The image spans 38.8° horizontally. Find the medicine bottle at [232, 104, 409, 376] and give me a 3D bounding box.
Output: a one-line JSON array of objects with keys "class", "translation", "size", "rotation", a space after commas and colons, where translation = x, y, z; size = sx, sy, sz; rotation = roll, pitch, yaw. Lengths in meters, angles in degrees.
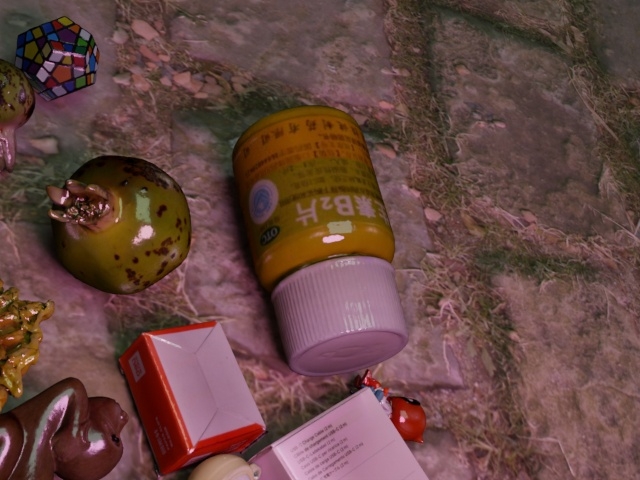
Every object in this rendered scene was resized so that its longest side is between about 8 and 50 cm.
[{"class": "medicine bottle", "translation": [0.000, 0.000, 1.416], "size": [0.224, 0.224, 0.384], "rotation": [4, 60, -32]}]

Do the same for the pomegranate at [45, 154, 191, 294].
[{"class": "pomegranate", "translation": [-0.293, -0.024, 1.246], "size": [0.246, 0.198, 0.198], "rotation": [2, 58, -51]}]

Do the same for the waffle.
[{"class": "waffle", "translation": [-0.455, 0.126, 1.078], "size": [0.245, 0.052, 0.254], "rotation": [11, 41, 4]}]

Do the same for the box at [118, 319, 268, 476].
[{"class": "box", "translation": [-0.177, 0.213, 1.237], "size": [0.133, 0.099, 0.182], "rotation": [-10, 65, -41]}]

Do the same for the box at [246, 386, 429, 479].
[{"class": "box", "translation": [0.048, 0.363, 1.281], "size": [0.203, 0.106, 0.251], "rotation": [-24, 77, -41]}]

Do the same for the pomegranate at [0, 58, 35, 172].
[{"class": "pomegranate", "translation": [-0.480, -0.183, 1.302], "size": [0.125, 0.163, 0.138], "rotation": [18, 20, 28]}]

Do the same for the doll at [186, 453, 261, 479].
[{"class": "doll", "translation": [-0.171, 0.351, 1.125], "size": [0.117, 0.141, 0.296], "rotation": [25, 31, 37]}]

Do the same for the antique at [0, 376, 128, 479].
[{"class": "antique", "translation": [-0.343, 0.268, 1.070], "size": [0.257, 0.121, 0.143], "rotation": [-32, 81, -42]}]

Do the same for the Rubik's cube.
[{"class": "Rubik's cube", "translation": [-0.406, -0.280, 1.404], "size": [0.112, 0.133, 0.133], "rotation": [7, 53, 0]}]

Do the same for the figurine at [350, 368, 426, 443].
[{"class": "figurine", "translation": [0.108, 0.266, 1.413], "size": [0.140, 0.068, 0.075], "rotation": [34, 54, -13]}]
